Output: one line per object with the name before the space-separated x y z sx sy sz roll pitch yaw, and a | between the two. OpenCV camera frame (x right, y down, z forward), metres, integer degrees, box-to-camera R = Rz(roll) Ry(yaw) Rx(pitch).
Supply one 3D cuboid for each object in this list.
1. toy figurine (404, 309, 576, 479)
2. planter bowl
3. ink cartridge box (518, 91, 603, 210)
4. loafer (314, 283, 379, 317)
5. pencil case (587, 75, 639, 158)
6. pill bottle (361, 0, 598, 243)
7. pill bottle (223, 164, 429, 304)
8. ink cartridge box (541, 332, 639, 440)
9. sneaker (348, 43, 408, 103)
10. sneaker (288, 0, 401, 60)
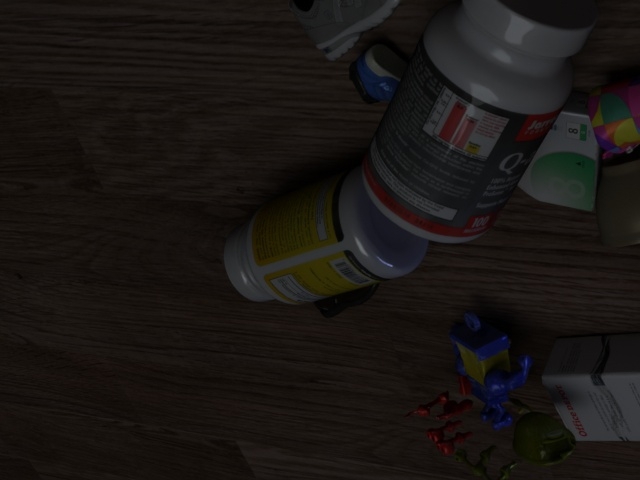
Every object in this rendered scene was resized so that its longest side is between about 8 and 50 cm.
toy figurine | 0.266 0.232 2.100 0.362 0.191 0.217 -145 40 -68
planter bowl | 0.454 -0.069 1.728 0.162 0.162 0.109 -13 99 40
ink cartridge box | 0.297 -0.143 1.806 0.224 0.056 0.181 11 138 19
loafer | 0.041 0.072 2.179 0.078 0.080 0.220 38 141 -12
pencil case | 0.468 -0.178 1.625 0.236 0.104 0.104 -13 126 41
pill bottle | 0.208 -0.187 1.654 0.210 0.210 0.363 27 131 2
pill bottle | 0.000 0.000 2.037 0.334 0.188 0.188 -18 123 43
ink cartridge box | 0.514 0.246 2.069 0.237 0.100 0.172 -7 129 36
sneaker | 0.109 -0.221 1.829 0.152 0.058 0.084 35 149 -19
sneaker | 0.047 -0.347 1.684 0.115 0.105 0.281 38 142 -12
